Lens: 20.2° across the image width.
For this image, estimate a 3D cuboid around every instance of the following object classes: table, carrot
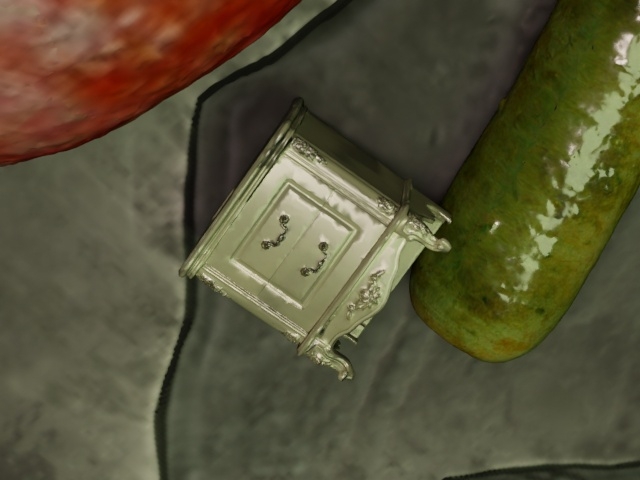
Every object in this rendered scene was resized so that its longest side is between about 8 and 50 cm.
[{"bbox_3d":[0.000,0.000,0.736,0.083,0.062,0.079,35,105,-5],"label":"table"},{"bbox_3d":[0.137,-0.108,0.742,0.074,0.074,0.358,16,110,-28],"label":"carrot"}]

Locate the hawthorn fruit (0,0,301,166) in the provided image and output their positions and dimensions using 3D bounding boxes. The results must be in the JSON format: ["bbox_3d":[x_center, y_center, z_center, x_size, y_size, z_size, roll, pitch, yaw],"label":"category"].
[{"bbox_3d":[-0.113,-0.158,0.513,0.284,0.284,0.284,-10,122,-16],"label":"hawthorn fruit"}]
